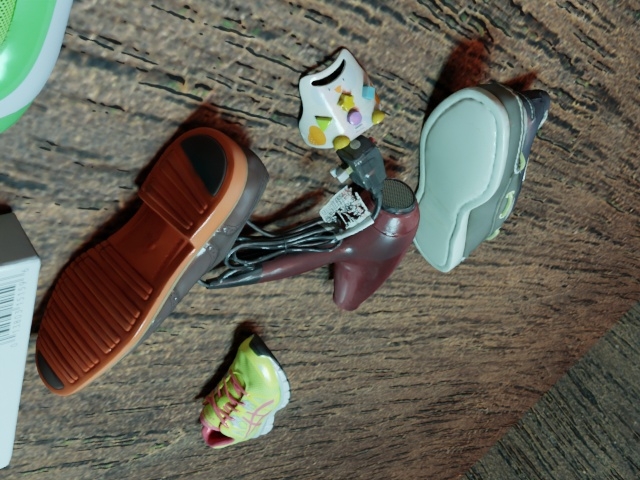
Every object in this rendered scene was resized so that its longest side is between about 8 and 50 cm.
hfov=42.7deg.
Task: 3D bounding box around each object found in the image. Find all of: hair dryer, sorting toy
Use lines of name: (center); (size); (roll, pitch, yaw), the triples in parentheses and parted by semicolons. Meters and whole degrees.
hair dryer: (0.000, 0.000, 0.880); (0.223, 0.080, 0.293); (-28, 147, 9)
sorting toy: (0.015, -0.130, 0.736); (0.083, 0.045, 0.075); (-37, 132, -8)

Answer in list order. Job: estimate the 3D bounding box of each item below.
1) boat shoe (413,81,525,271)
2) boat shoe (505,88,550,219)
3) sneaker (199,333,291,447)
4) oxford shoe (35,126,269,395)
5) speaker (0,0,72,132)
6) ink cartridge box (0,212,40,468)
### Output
boat shoe: (0.173, -0.076, 0.924); (0.091, 0.109, 0.305); (-30, 155, -20)
boat shoe: (0.235, -0.096, 0.999); (0.065, 0.075, 0.206); (-24, 142, -22)
sneaker: (-0.099, 0.194, 0.990); (0.094, 0.081, 0.208); (-21, 146, -29)
oxford shoe: (-0.139, 0.030, 0.707); (0.271, 0.097, 0.098); (-47, 156, 11)
speaker: (-0.150, -0.178, 0.337); (0.131, 0.131, 0.296); (-14, 151, -39)
ink cartridge box: (-0.346, 0.117, 0.611); (0.239, 0.060, 0.275); (-14, 142, -38)
